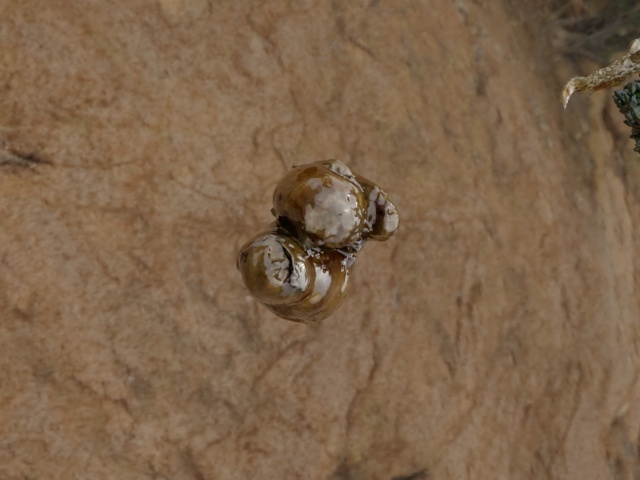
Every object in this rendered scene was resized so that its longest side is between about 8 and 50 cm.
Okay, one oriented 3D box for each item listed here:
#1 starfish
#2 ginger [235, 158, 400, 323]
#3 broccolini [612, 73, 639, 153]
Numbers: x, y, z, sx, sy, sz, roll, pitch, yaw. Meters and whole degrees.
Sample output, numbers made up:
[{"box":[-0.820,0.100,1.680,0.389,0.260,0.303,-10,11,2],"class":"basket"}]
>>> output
[{"box":[0.137,-0.078,0.371,0.016,0.092,0.086,60,-1,-1],"class":"starfish"},{"box":[0.000,0.000,0.542,0.073,0.162,0.103,28,86,1],"class":"ginger"},{"box":[0.244,-0.040,0.584,0.074,0.058,0.201,33,29,-34],"class":"broccolini"}]
